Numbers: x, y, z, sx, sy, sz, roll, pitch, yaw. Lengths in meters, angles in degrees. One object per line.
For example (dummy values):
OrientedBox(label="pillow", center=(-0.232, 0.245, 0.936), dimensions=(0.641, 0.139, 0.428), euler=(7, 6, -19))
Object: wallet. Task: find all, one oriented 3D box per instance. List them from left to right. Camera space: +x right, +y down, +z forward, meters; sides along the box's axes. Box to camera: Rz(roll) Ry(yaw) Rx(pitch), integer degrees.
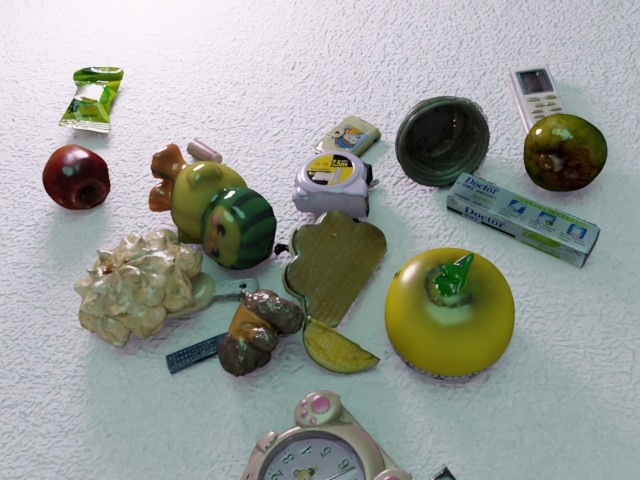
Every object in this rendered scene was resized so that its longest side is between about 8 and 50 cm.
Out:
OrientedBox(label="wallet", center=(0.066, -0.252, 1.833), dimensions=(0.110, 0.039, 0.155), euler=(35, 64, 26))

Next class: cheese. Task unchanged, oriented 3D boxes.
OrientedBox(label="cheese", center=(-0.255, 0.113, 1.605), dimensions=(0.234, 0.050, 0.127), euler=(-3, 53, 6))

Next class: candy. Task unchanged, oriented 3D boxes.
OrientedBox(label="candy", center=(-0.640, -0.389, 2.003), dimensions=(0.148, 0.069, 0.247), euler=(0, 50, 1))

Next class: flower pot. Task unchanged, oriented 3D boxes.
OrientedBox(label="flower pot", center=(0.280, -0.254, 1.720), dimensions=(0.235, 0.236, 0.141), euler=(-10, 32, 0))

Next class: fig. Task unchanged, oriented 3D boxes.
OrientedBox(label="fig", center=(0.570, -0.205, 1.653), dimensions=(0.191, 0.181, 0.181), euler=(-15, 50, -34))

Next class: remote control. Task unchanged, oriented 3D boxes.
OrientedBox(label="remote control", center=(-0.254, 0.239, 1.532), dimensions=(0.152, 0.027, 0.044), euler=(-21, 61, -6))
OrientedBox(label="remote control", center=(0.560, -0.338, 1.822), dimensions=(0.102, 0.056, 0.277), euler=(-7, 54, 2))

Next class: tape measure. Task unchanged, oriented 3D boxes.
OrientedBox(label="tape measure", center=(0.035, -0.129, 1.708), dimensions=(0.195, 0.105, 0.178), euler=(5, 47, 17))

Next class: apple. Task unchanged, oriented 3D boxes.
OrientedBox(label="apple", center=(-0.617, -0.164, 1.796), dimensions=(0.156, 0.147, 0.158), euler=(-46, 58, 1))

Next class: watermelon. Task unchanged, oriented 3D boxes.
OrientedBox(label="watermelon", center=(0.028, 0.208, 1.469), dimensions=(0.181, 0.092, 0.075), euler=(30, 31, -18))

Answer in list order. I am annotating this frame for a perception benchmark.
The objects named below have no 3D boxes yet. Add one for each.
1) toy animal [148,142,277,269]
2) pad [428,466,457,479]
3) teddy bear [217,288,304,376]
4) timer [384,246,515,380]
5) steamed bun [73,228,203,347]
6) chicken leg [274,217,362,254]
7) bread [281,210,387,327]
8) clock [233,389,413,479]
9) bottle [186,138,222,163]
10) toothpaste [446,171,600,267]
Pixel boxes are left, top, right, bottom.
OrientedBox(label="toy animal", center=(-0.234, -0.074, 1.653), dimensions=(0.338, 0.216, 0.191), euler=(35, 39, 24))
OrientedBox(label="pad", center=(0.231, 0.537, 1.260), dimensions=(0.174, 0.022, 0.233), euler=(-30, 56, -14))
OrientedBox(label="teddy bear", center=(-0.135, 0.192, 1.470), dimensions=(0.140, 0.177, 0.190), euler=(31, 83, -9))
OrientedBox(label="timer", center=(0.254, 0.118, 1.404), dimensions=(0.284, 0.285, 0.285), euler=(-3, 54, 5))
OrientedBox(label="steamed bun", center=(-0.402, 0.078, 1.554), dimensions=(0.295, 0.137, 0.292), euler=(13, 57, 37))
OrientedBox(label="chicken leg", center=(0.004, 0.004, 1.653), dimensions=(0.219, 0.048, 0.089), euler=(-25, 52, -11))
OrientedBox(label="bread", center=(0.018, 0.046, 1.562), dimensions=(0.207, 0.056, 0.286), euler=(43, 59, -5))
OrientedBox(label="clock", center=(-0.017, 0.457, 1.289), dimensions=(0.309, 0.114, 0.284), euler=(-37, 57, -16))
OrientedBox(label="bottle", center=(-0.299, -0.224, 1.857), dimensions=(0.096, 0.045, 0.045), euler=(31, 64, 23))
OrientedBox(label="toothpaste", center=(0.453, -0.051, 1.624), dimensions=(0.336, 0.067, 0.081), euler=(26, 62, 24))
